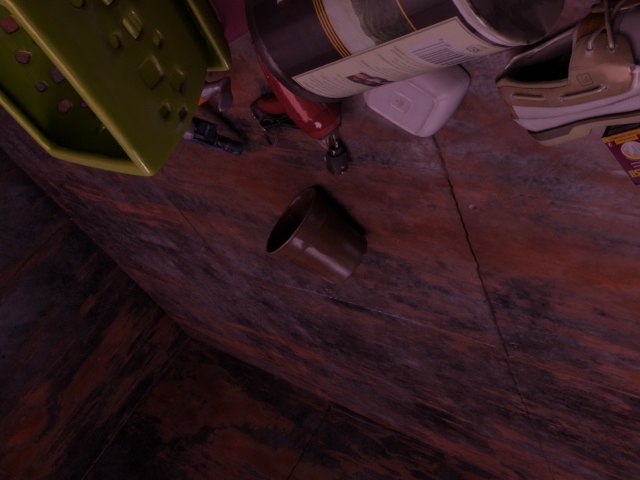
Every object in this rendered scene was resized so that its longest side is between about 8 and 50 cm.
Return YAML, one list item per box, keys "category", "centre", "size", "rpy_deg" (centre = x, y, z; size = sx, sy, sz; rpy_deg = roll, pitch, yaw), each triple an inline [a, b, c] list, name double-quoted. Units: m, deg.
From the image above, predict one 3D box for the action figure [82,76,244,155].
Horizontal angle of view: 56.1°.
- category: "action figure"
  centre: [-0.268, -0.289, 1.146]
  size: [0.342, 0.178, 0.330]
  rpy_deg: [17, 174, -31]

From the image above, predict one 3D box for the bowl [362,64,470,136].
- category: "bowl"
  centre: [0.124, -0.210, 0.851]
  size: [0.142, 0.053, 0.142]
  rpy_deg: [34, 157, 4]

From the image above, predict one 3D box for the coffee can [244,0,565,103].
- category: "coffee can"
  centre: [0.079, -0.269, 0.623]
  size: [0.276, 0.201, 0.201]
  rpy_deg: [-1, 137, 51]

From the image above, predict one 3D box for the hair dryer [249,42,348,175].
- category: "hair dryer"
  centre: [-0.063, -0.226, 1.022]
  size: [0.224, 0.080, 0.293]
  rpy_deg: [26, 154, 20]

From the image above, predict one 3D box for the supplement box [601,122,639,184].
- category: "supplement box"
  centre: [0.384, -0.112, 0.712]
  size: [0.083, 0.043, 0.055]
  rpy_deg: [43, 153, -19]

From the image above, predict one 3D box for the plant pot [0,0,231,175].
- category: "plant pot"
  centre: [-0.248, -0.227, 0.665]
  size: [0.227, 0.207, 0.228]
  rpy_deg: [13, 147, 38]

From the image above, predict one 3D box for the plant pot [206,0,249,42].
- category: "plant pot"
  centre: [-0.124, -0.346, 0.764]
  size: [0.201, 0.180, 0.201]
  rpy_deg: [28, 154, 15]

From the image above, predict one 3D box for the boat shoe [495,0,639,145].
- category: "boat shoe"
  centre: [0.298, -0.184, 0.607]
  size: [0.103, 0.113, 0.302]
  rpy_deg: [35, 157, -14]

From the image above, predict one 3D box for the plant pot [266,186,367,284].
- category: "plant pot"
  centre: [0.000, 0.000, 1.275]
  size: [0.165, 0.166, 0.167]
  rpy_deg: [34, 157, -19]
